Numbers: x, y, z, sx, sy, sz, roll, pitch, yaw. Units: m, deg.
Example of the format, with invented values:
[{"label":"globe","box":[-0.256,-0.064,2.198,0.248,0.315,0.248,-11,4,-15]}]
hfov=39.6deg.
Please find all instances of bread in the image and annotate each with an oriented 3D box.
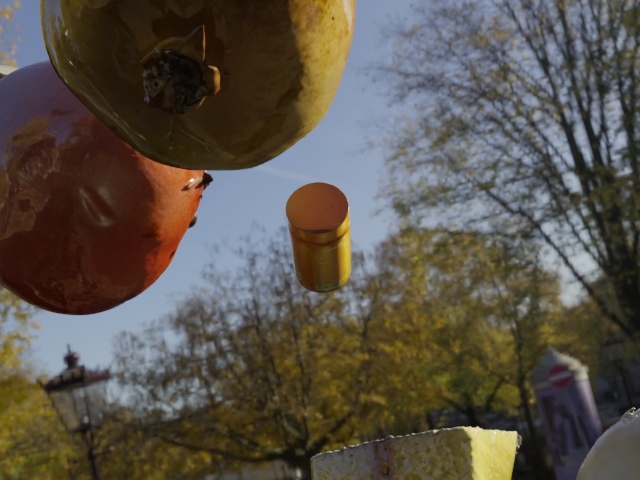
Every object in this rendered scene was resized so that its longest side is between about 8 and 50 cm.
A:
[{"label":"bread","box":[0.110,0.312,0.992,0.240,0.178,0.135,-24,-30,39]}]

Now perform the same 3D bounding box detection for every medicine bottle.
[{"label":"medicine bottle","box":[0.000,0.000,1.387,0.096,0.096,0.192,-12,-30,-4]}]

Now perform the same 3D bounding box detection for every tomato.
[{"label":"tomato","box":[-0.307,-0.077,1.122,0.273,0.341,0.341,13,-25,-33]}]

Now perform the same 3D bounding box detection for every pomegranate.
[{"label":"pomegranate","box":[-0.109,-0.208,0.801,0.319,0.319,0.319,-12,-12,-3]}]

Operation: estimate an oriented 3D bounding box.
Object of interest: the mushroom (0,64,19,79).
[{"label":"mushroom","box":[-0.393,-0.170,1.358,0.351,0.097,0.109,30,-22,-30]}]

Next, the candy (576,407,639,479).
[{"label":"candy","box":[0.355,0.257,0.760,0.296,0.295,0.185,-12,1,-3]}]
